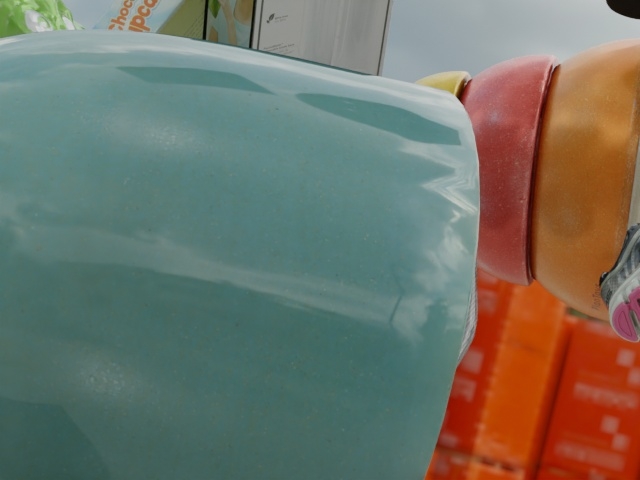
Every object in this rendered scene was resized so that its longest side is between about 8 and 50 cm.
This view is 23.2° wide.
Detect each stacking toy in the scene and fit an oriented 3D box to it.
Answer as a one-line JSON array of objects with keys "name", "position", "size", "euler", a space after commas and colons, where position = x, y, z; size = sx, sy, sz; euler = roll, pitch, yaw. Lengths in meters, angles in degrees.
[{"name": "stacking toy", "position": [0.176, -0.092, 1.790], "size": [0.480, 0.351, 0.350], "euler": [8, -9, 12]}]

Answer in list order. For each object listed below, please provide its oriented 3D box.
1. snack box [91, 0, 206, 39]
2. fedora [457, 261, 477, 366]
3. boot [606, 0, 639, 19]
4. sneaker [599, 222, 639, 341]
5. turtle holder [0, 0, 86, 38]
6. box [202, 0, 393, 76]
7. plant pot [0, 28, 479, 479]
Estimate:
[{"name": "snack box", "position": [-0.127, -0.224, 1.543], "size": [0.060, 0.322, 0.187], "euler": [33, -16, 16]}, {"name": "fedora", "position": [0.077, 0.056, 1.542], "size": [0.124, 0.275, 0.244], "euler": [-3, -59, 29]}, {"name": "boot", "position": [0.355, -0.350, 1.542], "size": [0.112, 0.115, 0.305], "euler": [13, -26, -5]}, {"name": "sneaker", "position": [0.282, 0.001, 1.232], "size": [0.063, 0.170, 0.075], "euler": [40, 7, -26]}, {"name": "turtle holder", "position": [-0.221, -0.063, 1.247], "size": [0.243, 0.320, 0.227], "euler": [3, 35, -44]}, {"name": "box", "position": [-0.017, -0.237, 1.481], "size": [0.169, 0.290, 0.087], "euler": [-19, 45, -30]}, {"name": "plant pot", "position": [-0.092, 0.033, 0.733], "size": [0.235, 0.293, 0.293], "euler": [17, -8, -14]}]
